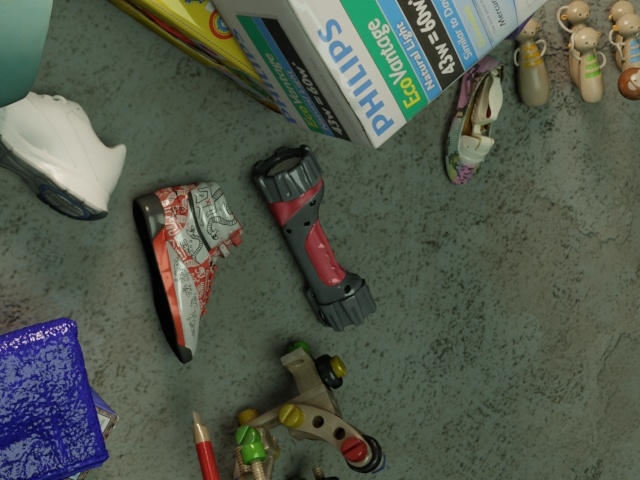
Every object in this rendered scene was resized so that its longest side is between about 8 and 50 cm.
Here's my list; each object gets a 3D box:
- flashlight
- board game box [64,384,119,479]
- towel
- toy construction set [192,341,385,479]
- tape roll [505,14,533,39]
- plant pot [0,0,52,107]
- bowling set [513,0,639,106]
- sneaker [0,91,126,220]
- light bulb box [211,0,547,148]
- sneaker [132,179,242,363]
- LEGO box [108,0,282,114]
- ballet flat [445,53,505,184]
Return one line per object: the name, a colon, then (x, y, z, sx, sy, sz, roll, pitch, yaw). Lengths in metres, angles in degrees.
flashlight: (0.000, 0.000, 1.817, 0.103, 0.103, 0.304, -37, 118, -19)
board game box: (-0.464, 0.306, 1.615, 0.232, 0.141, 0.291, 31, 88, -32)
towel: (-0.432, 0.246, 1.487, 0.308, 0.076, 0.227, -20, 114, -24)
toy construction set: (-0.073, 0.283, 1.813, 0.309, 0.257, 0.237, 10, 55, -47)
tape roll: (0.251, -0.400, 1.794, 0.189, 0.189, 0.080, 41, 83, -32)
plant pot: (-0.443, -0.276, 1.353, 0.235, 0.293, 0.292, 10, 99, -23)
bowling set: (0.481, -0.323, 1.949, 0.287, 0.200, 0.154, -23, 113, -27)
sneaker: (-0.391, -0.149, 1.567, 0.297, 0.111, 0.129, 40, 61, -31)
light bulb box: (0.057, -0.369, 1.442, 0.361, 0.225, 0.358, -42, 120, -15)
sneaker: (-0.178, 0.044, 1.734, 0.145, 0.090, 0.270, -18, 110, -22)
LEGO box: (-0.112, -0.439, 1.573, 0.500, 0.193, 0.372, 31, 87, -32)
ballet flat: (0.259, -0.196, 1.921, 0.077, 0.079, 0.221, 4, 102, -31)
